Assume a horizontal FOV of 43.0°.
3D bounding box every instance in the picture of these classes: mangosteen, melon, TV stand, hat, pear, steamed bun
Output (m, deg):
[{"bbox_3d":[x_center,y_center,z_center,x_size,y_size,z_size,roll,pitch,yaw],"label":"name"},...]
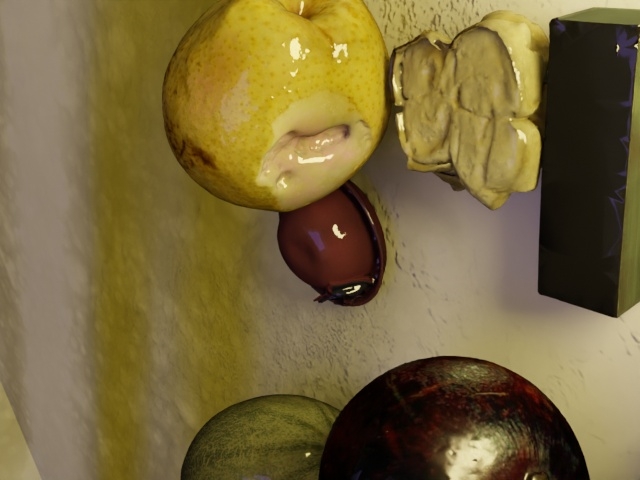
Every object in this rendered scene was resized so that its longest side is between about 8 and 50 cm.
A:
[{"bbox_3d":[0.140,0.284,0.906,0.330,0.330,0.330,25,127,39],"label":"mangosteen"},{"bbox_3d":[-0.071,0.353,1.220,0.329,0.249,0.248,-36,81,41],"label":"melon"},{"bbox_3d":[0.261,-0.072,0.750,0.088,0.083,0.269,19,121,44],"label":"TV stand"},{"bbox_3d":[0.000,0.000,1.079,0.205,0.089,0.205,25,127,38],"label":"hat"},{"bbox_3d":[-0.045,-0.166,0.915,0.271,0.271,0.271,25,127,39],"label":"pear"},{"bbox_3d":[0.166,-0.127,0.814,0.177,0.106,0.192,-10,93,55],"label":"steamed bun"}]
